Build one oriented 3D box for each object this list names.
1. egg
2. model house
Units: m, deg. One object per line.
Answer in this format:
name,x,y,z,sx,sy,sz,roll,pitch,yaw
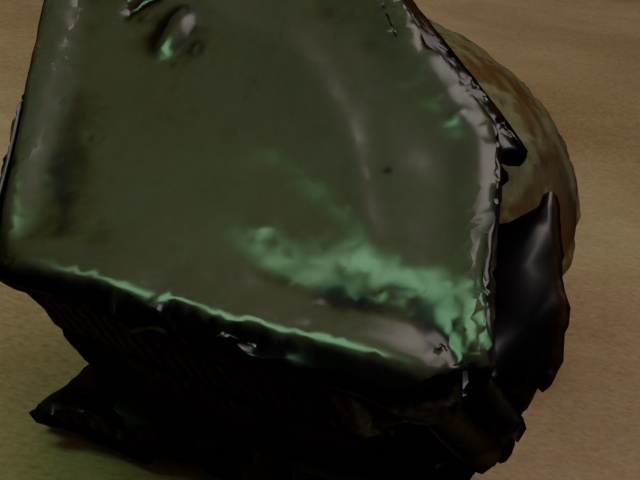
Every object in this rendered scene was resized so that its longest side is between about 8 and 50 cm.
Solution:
egg,0.049,-0.035,1.230,0.245,0.203,0.203,31,24,25
model house,0.000,0.000,1.011,0.317,0.297,0.282,13,-28,22
